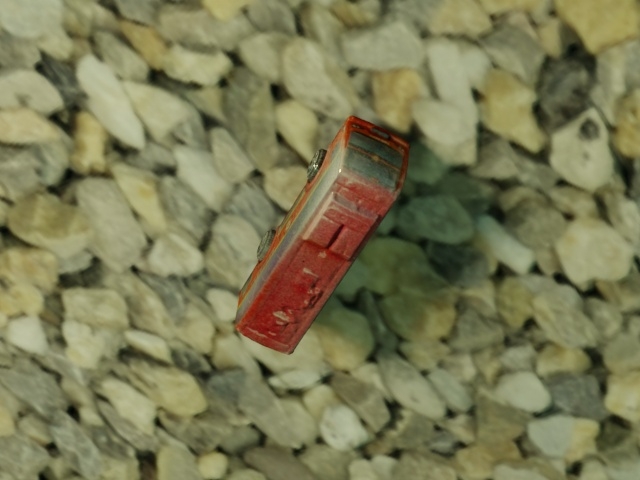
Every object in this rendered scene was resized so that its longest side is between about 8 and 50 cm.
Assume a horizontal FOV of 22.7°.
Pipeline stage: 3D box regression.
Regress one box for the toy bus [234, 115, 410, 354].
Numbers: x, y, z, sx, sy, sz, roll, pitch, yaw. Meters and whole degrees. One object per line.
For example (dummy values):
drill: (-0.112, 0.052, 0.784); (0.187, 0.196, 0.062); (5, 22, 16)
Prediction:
toy bus: (0.000, 0.000, 1.210); (0.065, 0.077, 0.192); (25, 124, -13)
